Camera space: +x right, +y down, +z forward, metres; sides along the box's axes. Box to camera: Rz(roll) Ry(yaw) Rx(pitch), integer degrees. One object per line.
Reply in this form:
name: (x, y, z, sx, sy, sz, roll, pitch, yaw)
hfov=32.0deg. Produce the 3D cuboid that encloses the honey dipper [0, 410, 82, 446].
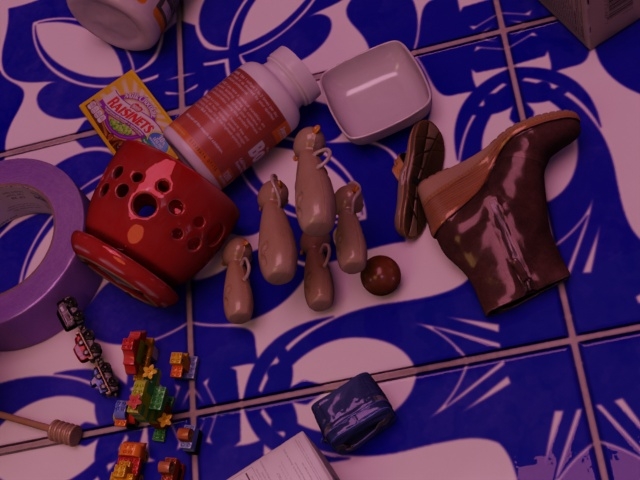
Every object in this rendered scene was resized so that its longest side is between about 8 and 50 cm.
honey dipper: (-0.397, 0.248, 1.515, 0.161, 0.030, 0.030, 9, 65, 24)

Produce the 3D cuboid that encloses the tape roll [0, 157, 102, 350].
tape roll: (-0.451, 0.018, 1.623, 0.275, 0.090, 0.274, -7, 61, 13)

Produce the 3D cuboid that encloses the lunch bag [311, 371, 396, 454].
lunch bag: (0.040, 0.218, 1.370, 0.098, 0.067, 0.065, -34, 57, -1)

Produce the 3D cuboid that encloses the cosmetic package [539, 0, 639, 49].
cosmetic package: (0.329, -0.435, 1.590, 0.113, 0.160, 0.309, -32, 59, -3)

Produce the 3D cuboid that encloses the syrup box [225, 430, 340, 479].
syrup box: (-0.086, 0.338, 1.328, 0.237, 0.093, 0.096, -33, 58, -2)

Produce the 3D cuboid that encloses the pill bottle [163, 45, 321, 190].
pill bottle: (-0.109, -0.177, 1.605, 0.216, 0.121, 0.121, -40, 58, -6)

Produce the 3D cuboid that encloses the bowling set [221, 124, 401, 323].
bowling set: (0.000, 0.000, 1.472, 0.287, 0.200, 0.154, -45, 40, 42)

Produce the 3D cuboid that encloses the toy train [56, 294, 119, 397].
toy train: (-0.319, 0.148, 1.521, 0.036, 0.027, 0.158, -27, 75, -15)

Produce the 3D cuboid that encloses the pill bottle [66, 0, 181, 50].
pill bottle: (-0.277, -0.457, 1.791, 0.162, 0.162, 0.278, 15, 67, 24)

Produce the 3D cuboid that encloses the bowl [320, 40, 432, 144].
bowl: (0.083, -0.204, 1.600, 0.142, 0.053, 0.142, -25, 57, 3)

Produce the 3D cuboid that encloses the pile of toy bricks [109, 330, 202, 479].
pile of toy bricks: (-0.220, 0.214, 1.432, 0.118, 0.105, 0.212, 0, 62, 17)

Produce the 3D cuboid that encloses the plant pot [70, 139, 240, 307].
plant pot: (-0.232, -0.017, 1.516, 0.191, 0.191, 0.174, 26, 75, 28)

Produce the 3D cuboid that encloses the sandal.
sandal: (0.123, -0.086, 1.522, 0.049, 0.072, 0.180, -3, 63, 40)

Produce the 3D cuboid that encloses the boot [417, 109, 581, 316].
boot: (0.270, -0.037, 1.449, 0.248, 0.090, 0.207, -29, 69, -1)

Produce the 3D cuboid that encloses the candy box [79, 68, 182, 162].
candy box: (-0.281, -0.170, 1.711, 0.105, 0.027, 0.206, -35, 58, -8)
